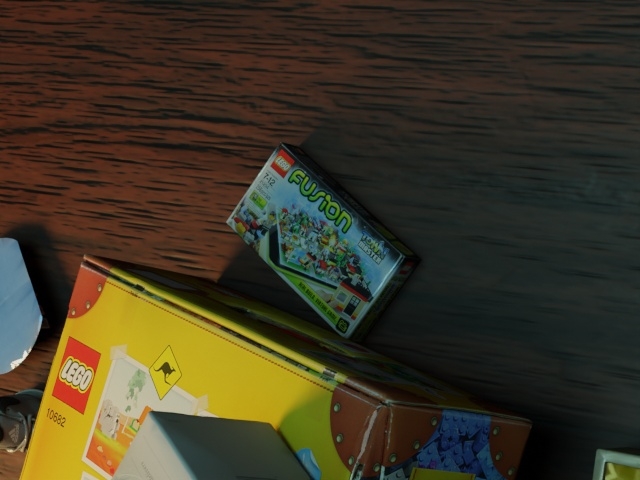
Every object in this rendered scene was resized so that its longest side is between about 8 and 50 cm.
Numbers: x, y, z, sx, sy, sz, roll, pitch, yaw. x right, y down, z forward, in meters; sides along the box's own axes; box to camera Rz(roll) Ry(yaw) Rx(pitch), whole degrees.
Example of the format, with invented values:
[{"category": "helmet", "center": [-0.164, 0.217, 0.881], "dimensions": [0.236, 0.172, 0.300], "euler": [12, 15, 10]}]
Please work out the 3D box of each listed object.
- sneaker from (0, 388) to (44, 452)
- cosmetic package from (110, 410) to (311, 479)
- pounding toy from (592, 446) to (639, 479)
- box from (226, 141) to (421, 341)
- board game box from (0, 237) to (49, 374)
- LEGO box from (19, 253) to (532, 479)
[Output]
[{"category": "sneaker", "center": [-0.316, 0.235, 1.734], "dimensions": [0.228, 0.132, 0.086], "euler": [17, 94, 33]}, {"category": "cosmetic package", "center": [-0.092, 0.298, 1.223], "dimensions": [0.224, 0.138, 0.225], "euler": [48, 117, 43]}, {"category": "pounding toy", "center": [0.286, 0.258, 1.359], "dimensions": [0.141, 0.100, 0.130], "euler": [7, 88, 33]}, {"category": "box", "center": [0.000, 0.000, 1.611], "dimensions": [0.207, 0.036, 0.114], "euler": [43, 108, 29]}, {"category": "board game box", "center": [-0.386, 0.083, 1.858], "dimensions": [0.133, 0.033, 0.169], "euler": [-39, 61, 29]}, {"category": "LEGO box", "center": [-0.083, 0.261, 1.470], "dimensions": [0.500, 0.193, 0.372], "euler": [21, 96, 48]}]
